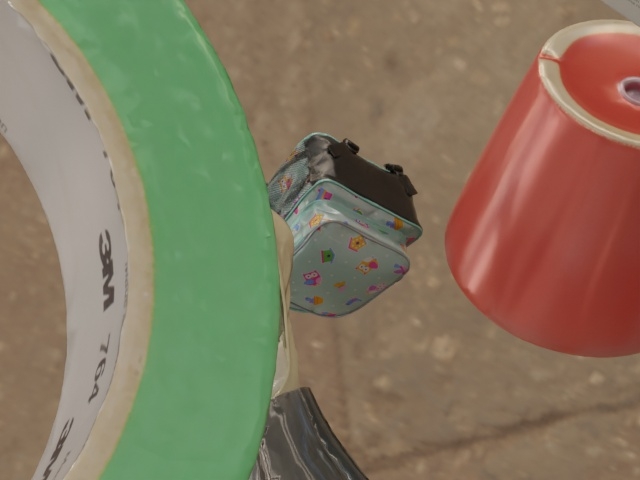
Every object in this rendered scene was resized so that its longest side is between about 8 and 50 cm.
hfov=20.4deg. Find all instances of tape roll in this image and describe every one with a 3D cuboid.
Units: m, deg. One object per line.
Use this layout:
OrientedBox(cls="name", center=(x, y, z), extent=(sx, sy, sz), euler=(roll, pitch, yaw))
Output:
OrientedBox(cls="tape roll", center=(-0.173, 0.012, 0.521), extent=(0.077, 0.321, 0.321), euler=(141, 133, -61))

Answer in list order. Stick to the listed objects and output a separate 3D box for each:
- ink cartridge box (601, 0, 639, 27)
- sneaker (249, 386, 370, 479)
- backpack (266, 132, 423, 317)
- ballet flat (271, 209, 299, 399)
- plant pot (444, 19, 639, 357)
OrientedBox(cls="ink cartridge box", center=(0.221, -0.172, 0.849), extent=(0.154, 0.212, 0.093), euler=(39, 68, 20))
OrientedBox(cls="sneaker", center=(-0.041, 0.198, 1.250), extent=(0.222, 0.083, 0.118), euler=(-44, 63, 37))
OrientedBox(cls="backpack", center=(0.000, 0.000, 1.928), extent=(0.188, 0.166, 0.144), euler=(-37, 43, 36))
OrientedBox(cls="ballet flat", center=(-0.066, 0.081, 1.708), extent=(0.086, 0.086, 0.248), euler=(-13, 70, 29))
OrientedBox(cls="plant pot", center=(0.276, -0.062, 1.735), extent=(0.275, 0.275, 0.243), euler=(54, 146, 34))
